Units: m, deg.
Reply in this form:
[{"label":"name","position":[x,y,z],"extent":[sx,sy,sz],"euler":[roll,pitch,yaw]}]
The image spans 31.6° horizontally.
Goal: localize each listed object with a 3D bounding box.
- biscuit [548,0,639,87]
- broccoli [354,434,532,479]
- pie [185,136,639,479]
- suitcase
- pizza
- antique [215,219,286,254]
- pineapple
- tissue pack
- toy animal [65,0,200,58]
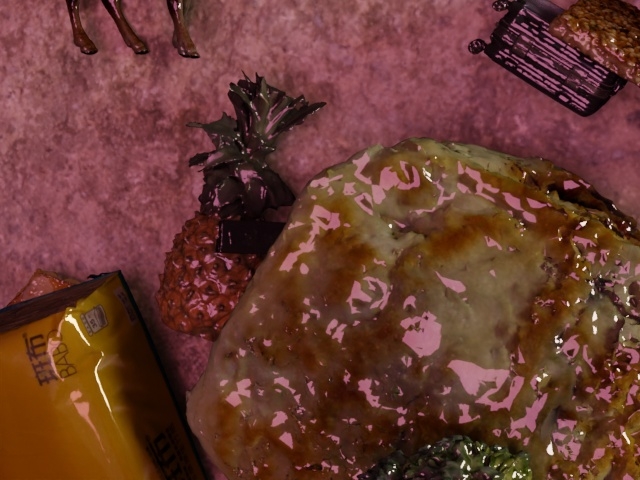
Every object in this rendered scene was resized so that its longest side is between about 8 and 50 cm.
[{"label":"biscuit","position":[0.300,-0.133,0.917],"extent":[0.231,0.131,0.025],"euler":[35,124,11]},{"label":"broccoli","position":[0.126,0.283,0.800],"extent":[0.165,0.145,0.304],"euler":[-40,73,26]},{"label":"pie","position":[0.106,0.112,0.964],"extent":[0.418,0.180,0.395],"euler":[21,100,8]},{"label":"suitcase","position":[0.202,-0.160,0.969],"extent":[0.126,0.086,0.059],"euler":[36,120,13]},{"label":"pizza","position":[-0.258,0.083,1.170],"extent":[0.160,0.036,0.099],"euler":[15,108,16]},{"label":"antique","position":[0.000,0.000,1.031],"extent":[0.192,0.015,0.031],"euler":[2,88,-16]},{"label":"pineapple","position":[-0.081,-0.034,1.063],"extent":[0.125,0.125,0.251],"euler":[17,95,16]},{"label":"tissue pack","position":[-0.240,0.190,1.099],"extent":[0.192,0.134,0.271],"euler":[-19,99,23]},{"label":"toy animal","position":[-0.144,-0.304,1.072],"extent":[0.243,0.087,0.260],"euler":[5,100,16]}]
